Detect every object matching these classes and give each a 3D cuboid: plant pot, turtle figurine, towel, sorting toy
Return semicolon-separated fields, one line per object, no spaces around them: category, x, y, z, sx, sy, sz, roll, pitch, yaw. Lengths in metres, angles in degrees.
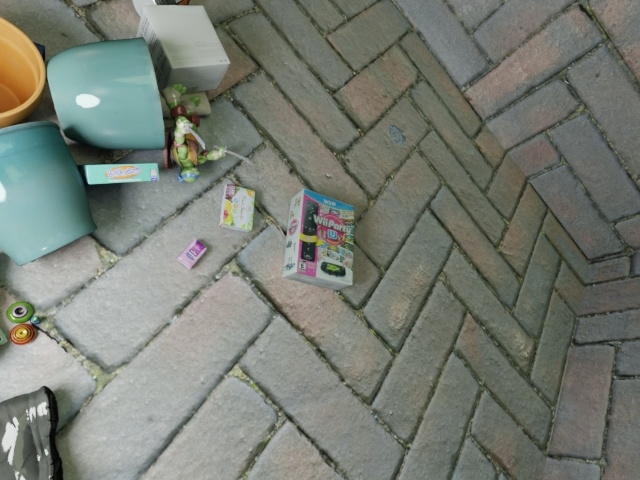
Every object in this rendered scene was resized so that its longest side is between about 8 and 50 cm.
plant pot;-0.565;-0.376;1.067;0.235;0.293;0.293;-12;80;-24
plant pot;-0.809;-0.357;0.936;0.291;0.203;0.291;12;67;-29
turtle figurine;-0.350;-0.322;1.192;0.198;0.274;0.266;-9;79;-44
towel;-0.489;-0.528;1.311;0.187;0.049;0.282;-17;84;-35
sorting toy;-0.677;0.185;0.921;0.061;0.042;0.102;-9;77;-36
plant pot;-0.661;-0.092;0.912;0.271;0.271;0.255;-37;108;-37

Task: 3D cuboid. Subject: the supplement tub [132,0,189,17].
supplement tub;-0.521;-0.814;1.352;0.117;0.117;0.190;41;55;-14

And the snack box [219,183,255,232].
snack box;-0.268;-0.103;1.304;0.100;0.037;0.141;13;66;-31

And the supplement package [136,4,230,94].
supplement package;-0.426;-0.585;1.248;0.194;0.149;0.203;-24;88;-36

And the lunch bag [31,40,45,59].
lunch bag;-0.785;-0.492;1.087;0.065;0.067;0.098;9;67;-31

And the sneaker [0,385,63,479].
sneaker;-0.615;0.461;0.837;0.130;0.109;0.286;-8;70;-25

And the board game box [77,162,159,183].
board game box;-0.532;-0.177;1.050;0.160;0.210;0.047;-10;105;-36

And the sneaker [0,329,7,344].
sneaker;-0.745;0.154;0.878;0.151;0.094;0.256;66;16;-45

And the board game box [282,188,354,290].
board game box;0.000;0.000;1.408;0.224;0.097;0.303;16;63;-28

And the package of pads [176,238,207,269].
package of pads;-0.376;0.041;1.182;0.050;0.032;0.083;44;55;-16
